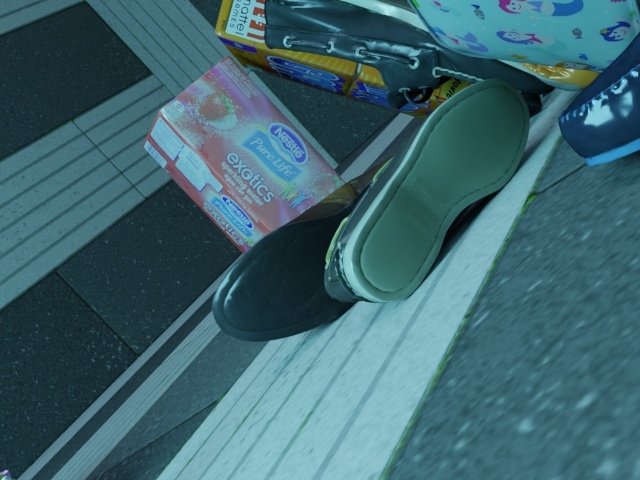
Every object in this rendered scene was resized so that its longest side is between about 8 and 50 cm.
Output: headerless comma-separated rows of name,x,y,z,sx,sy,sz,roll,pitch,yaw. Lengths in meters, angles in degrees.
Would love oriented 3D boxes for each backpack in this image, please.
backpack,0.147,-0.233,0.540,0.225,0.253,0.191,29,-95,-60

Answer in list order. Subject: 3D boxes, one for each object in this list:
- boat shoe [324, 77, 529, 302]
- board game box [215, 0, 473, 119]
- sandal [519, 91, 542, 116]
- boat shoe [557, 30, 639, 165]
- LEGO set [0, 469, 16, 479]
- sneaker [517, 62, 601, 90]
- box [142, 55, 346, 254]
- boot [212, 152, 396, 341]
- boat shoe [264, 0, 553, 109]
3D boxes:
boat shoe,0.082,-0.042,0.607,0.228,0.081,0.069,-48,11,-25
board game box,0.089,-0.384,1.082,0.356,0.356,0.356,-92,17,-83
sandal,0.150,-0.119,0.798,0.067,0.040,0.179,1,-18,-36
boat shoe,0.219,-0.145,0.386,0.258,0.089,0.109,-41,6,17
LEGO set,-0.241,0.253,0.495,0.287,0.107,0.132,-43,5,-2
sneaker,0.226,-0.219,0.751,0.099,0.121,0.262,-39,39,25
box,-0.098,-0.094,1.135,0.142,0.300,0.154,-45,6,-24
boot,0.000,0.000,0.802,0.264,0.096,0.280,-44,5,-8
boat shoe,0.084,-0.202,0.845,0.127,0.340,0.113,-49,-21,-64
